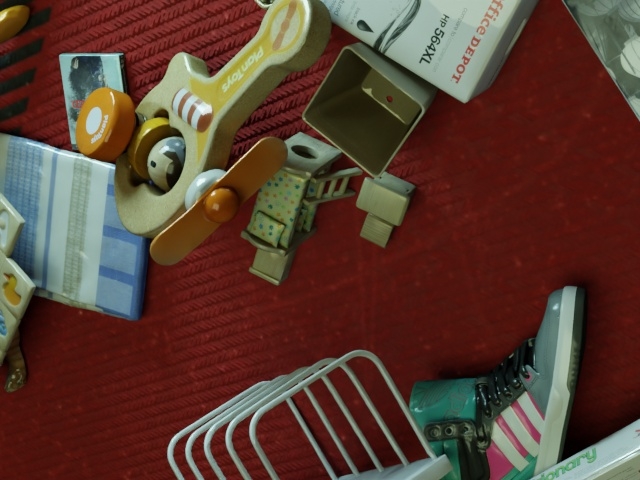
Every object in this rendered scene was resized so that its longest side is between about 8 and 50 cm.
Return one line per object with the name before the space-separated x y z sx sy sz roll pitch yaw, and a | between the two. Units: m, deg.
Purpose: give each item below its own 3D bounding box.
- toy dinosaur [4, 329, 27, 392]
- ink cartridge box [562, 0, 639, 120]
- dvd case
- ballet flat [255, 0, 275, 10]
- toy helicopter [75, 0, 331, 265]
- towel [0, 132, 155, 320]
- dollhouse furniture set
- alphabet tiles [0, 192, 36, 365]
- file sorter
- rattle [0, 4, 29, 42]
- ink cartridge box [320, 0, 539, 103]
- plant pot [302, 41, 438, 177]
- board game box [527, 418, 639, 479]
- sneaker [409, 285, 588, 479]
toy dinosaur | -0.426 0.103 1.953 0.112 0.064 0.211 9 130 14
ink cartridge box | 0.331 -0.251 1.466 0.165 0.065 0.332 -33 92 31
dvd case | -0.270 -0.168 1.804 0.087 0.013 0.119 4 111 24
ballet flat | -0.067 -0.343 1.612 0.073 0.067 0.206 -16 101 30
toy helicopter | -0.110 -0.126 1.603 0.355 0.140 0.235 -42 48 32
towel | -0.341 -0.022 1.881 0.285 0.034 0.209 15 112 18
dollhouse furniture set | 0.000 0.000 1.690 0.161 0.101 0.181 25 117 15
alphabet tiles | -0.487 0.047 1.933 0.285 0.011 0.342 46 125 24
file sorter | -0.027 0.248 1.681 0.173 0.193 0.278 60 152 -1
rattle | -0.472 -0.279 1.827 0.200 0.130 0.142 44 113 35
ink cartridge box | 0.113 -0.261 1.549 0.203 0.086 0.148 33 119 12
plant pot | 0.066 -0.153 1.601 0.109 0.096 0.109 40 128 8
board game box | 0.357 0.290 1.603 0.305 0.053 0.193 -33 114 23
sneaker | 0.192 0.170 1.659 0.178 0.124 0.295 13 115 10
